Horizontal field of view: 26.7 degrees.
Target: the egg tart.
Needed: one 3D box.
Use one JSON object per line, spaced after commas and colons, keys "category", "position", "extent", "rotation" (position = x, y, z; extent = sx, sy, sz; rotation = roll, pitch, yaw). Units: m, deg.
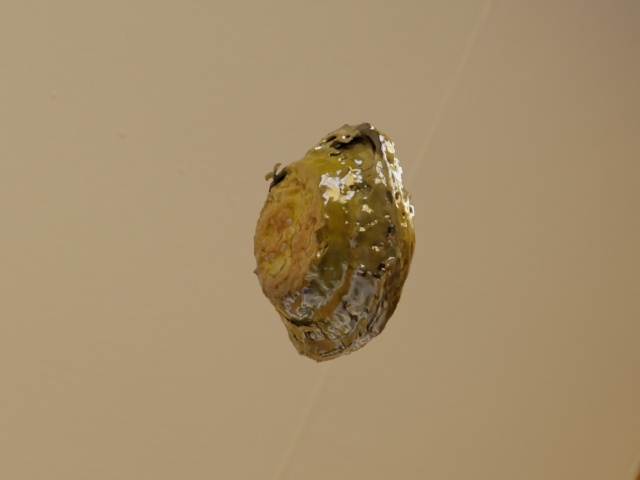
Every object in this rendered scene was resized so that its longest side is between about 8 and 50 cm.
{"category": "egg tart", "position": [0.000, 0.000, 0.710], "extent": [0.052, 0.130, 0.130], "rotation": [7, -74, -29]}
